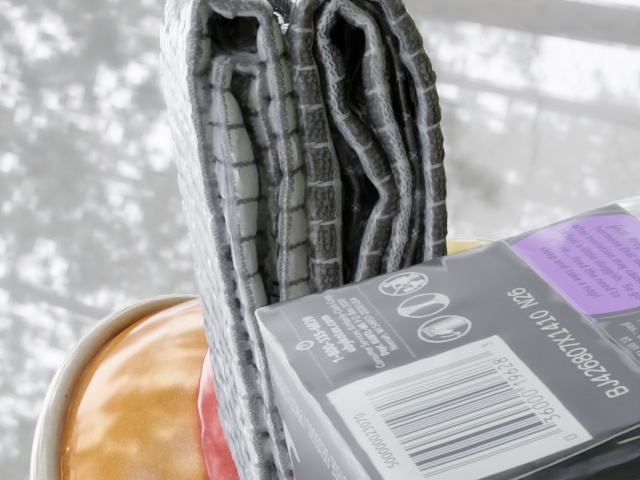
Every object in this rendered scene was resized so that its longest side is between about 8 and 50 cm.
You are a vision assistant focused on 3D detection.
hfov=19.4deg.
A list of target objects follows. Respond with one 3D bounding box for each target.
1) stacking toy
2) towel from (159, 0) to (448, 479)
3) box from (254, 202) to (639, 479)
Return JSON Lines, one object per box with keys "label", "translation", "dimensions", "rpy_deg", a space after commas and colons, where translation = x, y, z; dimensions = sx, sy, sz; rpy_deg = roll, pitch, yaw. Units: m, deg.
{"label": "stacking toy", "translation": [0.082, 0.116, 1.172], "dimensions": [0.350, 0.480, 0.351], "rpy_deg": [28, -134, -34]}
{"label": "towel", "translation": [0.000, 0.000, 0.926], "dimensions": [0.121, 0.235, 0.284], "rpy_deg": [-10, -77, -6]}
{"label": "box", "translation": [0.087, 0.150, 0.645], "dimensions": [0.143, 0.165, 0.270], "rpy_deg": [-17, -65, -10]}
